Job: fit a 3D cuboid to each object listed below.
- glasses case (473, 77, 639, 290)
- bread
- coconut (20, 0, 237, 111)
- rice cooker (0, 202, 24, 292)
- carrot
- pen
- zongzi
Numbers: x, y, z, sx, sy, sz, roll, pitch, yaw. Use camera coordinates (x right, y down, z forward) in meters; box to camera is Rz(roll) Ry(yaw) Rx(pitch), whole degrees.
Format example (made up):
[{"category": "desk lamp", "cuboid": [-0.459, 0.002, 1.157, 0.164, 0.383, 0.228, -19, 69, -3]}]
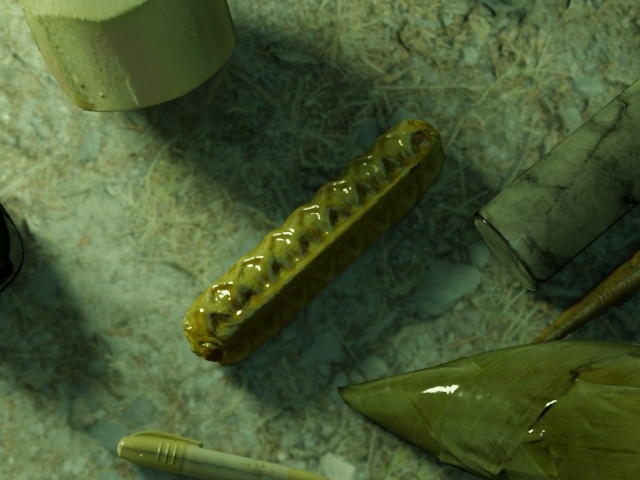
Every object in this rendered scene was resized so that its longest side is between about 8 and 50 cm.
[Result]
[{"category": "glasses case", "cuboid": [0.318, -0.075, 1.084, 0.299, 0.060, 0.114, -39, 85, -12]}, {"category": "bread", "cuboid": [-0.001, -0.001, 1.029, 0.367, 0.084, 0.077, -42, 43, -14]}, {"category": "coconut", "cuboid": [-0.199, -0.238, 0.986, 0.241, 0.241, 0.241, 1, 78, -6]}, {"category": "rice cooker", "cuboid": [-0.404, -0.016, 0.964, 0.142, 0.118, 0.203, -43, 82, -13]}, {"category": "carrot", "cuboid": [0.335, 0.056, 1.069, 0.254, 0.049, 0.049, -33, 84, -9]}, {"category": "pen", "cuboid": [-0.098, 0.237, 0.992, 0.233, 0.032, 0.040, 12, 54, -5]}, {"category": "zongzi", "cuboid": [0.223, 0.176, 0.876, 0.392, 0.356, 0.174, 6, 85, -3]}]
